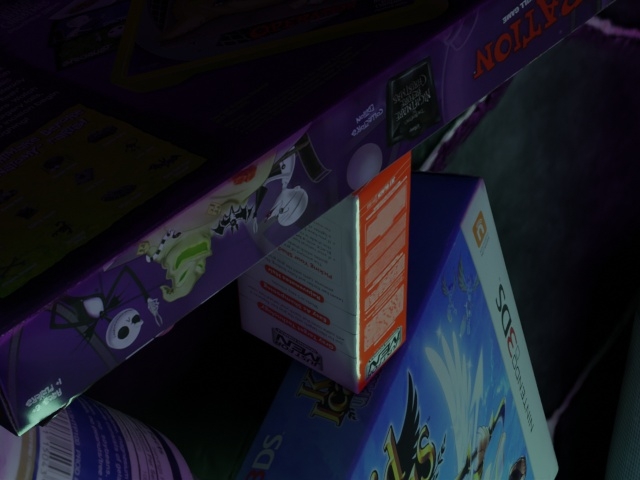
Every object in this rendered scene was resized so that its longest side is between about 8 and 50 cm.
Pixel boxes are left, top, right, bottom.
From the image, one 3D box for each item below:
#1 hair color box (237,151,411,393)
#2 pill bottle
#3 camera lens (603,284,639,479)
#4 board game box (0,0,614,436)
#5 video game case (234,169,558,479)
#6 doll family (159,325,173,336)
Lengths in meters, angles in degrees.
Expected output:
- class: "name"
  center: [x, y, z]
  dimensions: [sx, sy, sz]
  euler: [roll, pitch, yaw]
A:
- class: "hair color box"
  center: [0.000, 0.000, 0.828]
  dimensions: [0.043, 0.072, 0.141]
  euler: [-47, 154, -32]
- class: "pill bottle"
  center: [-0.120, 0.124, 0.822]
  dimensions: [0.187, 0.112, 0.112]
  euler: [33, 84, -49]
- class: "camera lens"
  center: [0.297, 0.141, 1.180]
  dimensions: [0.219, 0.219, 0.274]
  euler: [-12, 117, -43]
- class: "board game box"
  center: [-0.048, -0.073, 0.728]
  dimensions: [0.347, 0.208, 0.056]
  euler: [-36, 135, -28]
- class: "video game case"
  center: [0.044, 0.141, 0.962]
  dimensions: [0.269, 0.061, 0.244]
  euler: [-63, 146, -39]
- class: "doll family"
  center: [-0.085, -0.020, 0.813]
  dimensions: [0.193, 0.076, 0.111]
  euler: [-56, 158, -17]
